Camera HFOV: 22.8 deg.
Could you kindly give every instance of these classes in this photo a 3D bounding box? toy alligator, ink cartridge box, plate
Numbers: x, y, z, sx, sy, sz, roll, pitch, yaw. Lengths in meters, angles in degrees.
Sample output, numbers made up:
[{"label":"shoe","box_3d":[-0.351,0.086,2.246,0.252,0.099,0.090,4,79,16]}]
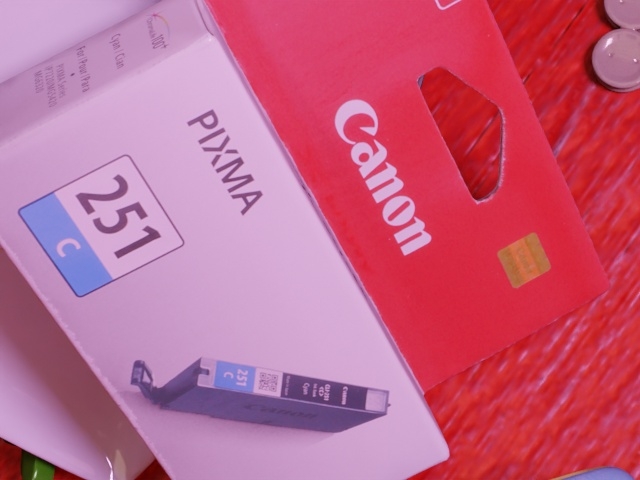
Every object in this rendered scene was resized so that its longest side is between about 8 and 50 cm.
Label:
[{"label":"toy alligator","box_3d":[-0.157,0.059,0.938,0.051,0.056,0.190,-4,71,52]},{"label":"ink cartridge box","box_3d":[0.000,0.000,0.807,0.261,0.296,0.066,-28,35,4]},{"label":"plate","box_3d":[-0.133,-0.023,0.823,0.278,0.277,0.045,-48,30,17]}]

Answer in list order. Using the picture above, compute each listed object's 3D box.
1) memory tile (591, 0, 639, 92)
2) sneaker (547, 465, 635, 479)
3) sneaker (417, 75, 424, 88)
[{"label":"memory tile","box_3d":[0.238,-0.131,0.925,0.148,0.012,0.113,9,79,12]},{"label":"sneaker","box_3d":[0.089,0.252,0.813,0.319,0.127,0.208,-45,63,2]},{"label":"sneaker","box_3d":[-0.024,-0.089,0.927,0.163,0.086,0.226,12,80,11]}]
